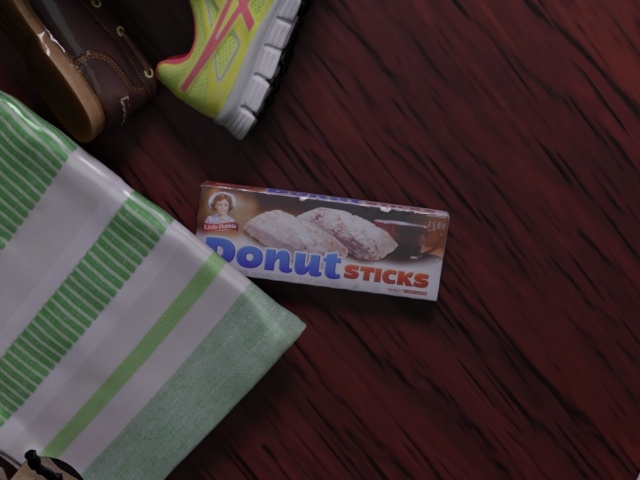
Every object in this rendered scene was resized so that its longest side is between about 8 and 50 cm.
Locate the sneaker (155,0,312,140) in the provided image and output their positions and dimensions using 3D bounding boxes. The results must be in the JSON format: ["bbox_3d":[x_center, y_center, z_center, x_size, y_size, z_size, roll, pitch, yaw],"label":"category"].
[{"bbox_3d":[-0.049,-0.176,0.719,0.094,0.081,0.209,24,102,0],"label":"sneaker"}]

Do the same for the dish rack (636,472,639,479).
[{"bbox_3d":[0.372,0.225,0.790,0.285,0.072,0.333,21,103,-2],"label":"dish rack"}]

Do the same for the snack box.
[{"bbox_3d":[0.000,0.000,0.783,0.178,0.022,0.064,7,103,1],"label":"snack box"}]

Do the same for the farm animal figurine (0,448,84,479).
[{"bbox_3d":[-0.307,0.220,0.772,0.330,0.172,0.327,12,122,14],"label":"farm animal figurine"}]

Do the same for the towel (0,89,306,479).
[{"bbox_3d":[-0.212,0.049,0.782,0.324,0.038,0.248,39,108,-6],"label":"towel"}]

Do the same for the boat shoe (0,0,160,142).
[{"bbox_3d":[-0.189,-0.168,0.739,0.073,0.073,0.207,-39,104,-28],"label":"boat shoe"}]
